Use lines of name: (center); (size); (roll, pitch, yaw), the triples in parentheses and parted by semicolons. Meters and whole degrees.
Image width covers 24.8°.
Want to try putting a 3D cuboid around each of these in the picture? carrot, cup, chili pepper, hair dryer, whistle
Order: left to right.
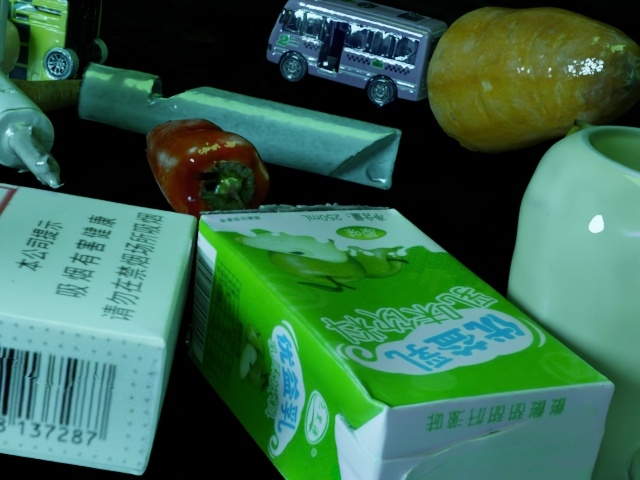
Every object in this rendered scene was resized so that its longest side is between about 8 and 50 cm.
hair dryer: (-0.260, -0.097, 1.098); (0.107, 0.173, 0.357); (-2, 23, -28)
carrot: (-0.280, -0.140, 1.395); (0.049, 0.049, 0.254); (27, 23, 37)
chili pepper: (-0.087, -0.050, 1.204); (0.086, 0.084, 0.192); (-28, 27, -7)
whistle: (-0.078, -0.111, 1.393); (0.312, 0.062, 0.062); (13, 21, 5)
carrot: (0.238, -0.161, 1.476); (0.159, 0.159, 0.225); (-2, 7, -32)
cup: (0.193, 0.055, 0.895); (0.173, 0.202, 0.255); (15, 21, 9)

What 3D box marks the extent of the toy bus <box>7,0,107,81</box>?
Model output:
toy bus: (-0.271, -0.239, 1.470); (0.101, 0.175, 0.088); (14, 20, 16)

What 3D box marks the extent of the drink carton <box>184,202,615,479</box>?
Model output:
drink carton: (0.036, 0.076, 0.895); (0.161, 0.108, 0.271); (-3, 26, -27)

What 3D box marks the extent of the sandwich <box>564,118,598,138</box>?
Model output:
sandwich: (0.360, -0.034, 1.371); (0.251, 0.087, 0.226); (24, 12, 32)

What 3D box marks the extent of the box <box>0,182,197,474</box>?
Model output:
box: (-0.251, 0.032, 0.887); (0.330, 0.095, 0.210); (8, 20, -3)

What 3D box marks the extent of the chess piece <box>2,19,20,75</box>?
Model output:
chess piece: (-0.471, -0.248, 1.488); (0.397, 0.117, 0.117); (23, 24, 25)

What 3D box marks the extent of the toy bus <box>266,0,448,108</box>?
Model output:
toy bus: (0.043, -0.228, 1.694); (0.198, 0.108, 0.096); (18, 21, 17)
